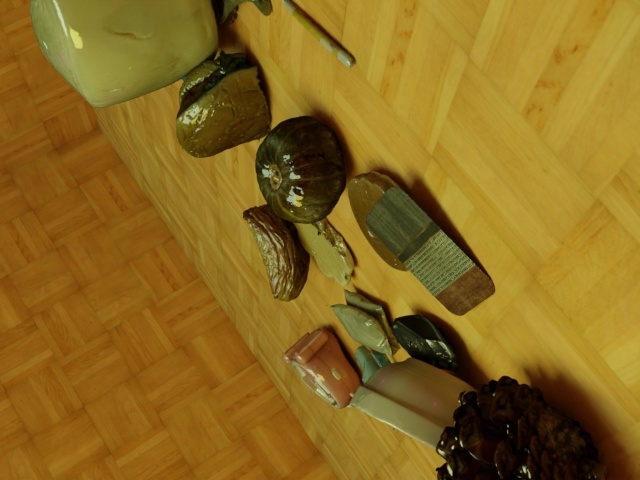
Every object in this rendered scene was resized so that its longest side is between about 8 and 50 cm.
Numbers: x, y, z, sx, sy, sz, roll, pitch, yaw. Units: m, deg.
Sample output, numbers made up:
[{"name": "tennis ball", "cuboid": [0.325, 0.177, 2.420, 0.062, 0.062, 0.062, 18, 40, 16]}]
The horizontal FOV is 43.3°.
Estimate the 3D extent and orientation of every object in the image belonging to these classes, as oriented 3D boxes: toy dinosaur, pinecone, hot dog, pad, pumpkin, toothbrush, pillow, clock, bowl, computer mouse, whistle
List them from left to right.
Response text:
[{"name": "toy dinosaur", "cuboid": [-0.169, -0.489, 1.561, 0.200, 0.072, 0.251, 54, 170, 38]}, {"name": "hot dog", "cuboid": [-0.096, 0.024, 2.031, 0.175, 0.114, 0.259, -35, -77, -78]}, {"name": "toothbrush", "cuboid": [-0.033, -0.385, 1.403, 0.288, 0.024, 0.021, 49, 158, 29]}, {"name": "pumpkin", "cuboid": [-0.028, -0.140, 1.605, 0.219, 0.162, 0.219, 17, 110, 55]}, {"name": "clock", "cuboid": [0.029, 0.377, 2.336, 0.241, 0.142, 0.227, 50, 163, -2]}, {"name": "pillow", "cuboid": [0.111, 0.195, 1.885, 0.181, 0.078, 0.134, 18, 139, 60]}, {"name": "whistle", "cuboid": [0.169, 0.369, 2.010, 0.269, 0.093, 0.180, 55, 163, 34]}, {"name": "pad", "cuboid": [0.146, 0.068, 1.457, 0.250, 0.055, 0.323, 46, 133, 5]}, {"name": "bowl", "cuboid": [0.214, 0.331, 1.607, 0.287, 0.144, 0.287, 26, 171, 4]}, {"name": "computer mouse", "cuboid": [0.218, 0.201, 1.624, 0.192, 0.062, 0.106, 23, 142, 52]}, {"name": "pinecone", "cuboid": [0.322, 0.373, 1.316, 0.298, 0.242, 0.296, 57, 162, -15]}]

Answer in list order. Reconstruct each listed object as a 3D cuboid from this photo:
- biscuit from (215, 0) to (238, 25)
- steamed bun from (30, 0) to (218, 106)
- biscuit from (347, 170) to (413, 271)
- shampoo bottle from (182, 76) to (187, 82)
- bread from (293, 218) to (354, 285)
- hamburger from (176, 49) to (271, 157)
[{"name": "biscuit", "cuboid": [-0.197, -0.489, 1.696, 0.082, 0.016, 0.092, 46, 158, 25]}, {"name": "steamed bun", "cuboid": [-0.407, -0.466, 1.703, 0.290, 0.371, 0.456, 58, 167, 14]}, {"name": "biscuit", "cuboid": [0.124, -0.040, 1.499, 0.181, 0.049, 0.208, 29, 148, 56]}, {"name": "shampoo bottle", "cuboid": [-0.287, -0.387, 2.039, 0.258, 0.061, 0.104, 49, 161, 28]}, {"name": "bread", "cuboid": [0.000, 0.000, 1.925, 0.251, 0.039, 0.182, 52, 162, 21]}, {"name": "hamburger", "cuboid": [-0.232, -0.287, 1.812, 0.132, 0.211, 0.309, 59, 165, 16]}]
